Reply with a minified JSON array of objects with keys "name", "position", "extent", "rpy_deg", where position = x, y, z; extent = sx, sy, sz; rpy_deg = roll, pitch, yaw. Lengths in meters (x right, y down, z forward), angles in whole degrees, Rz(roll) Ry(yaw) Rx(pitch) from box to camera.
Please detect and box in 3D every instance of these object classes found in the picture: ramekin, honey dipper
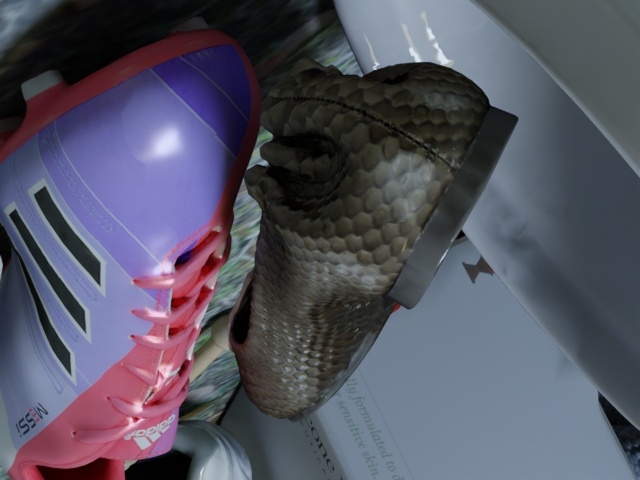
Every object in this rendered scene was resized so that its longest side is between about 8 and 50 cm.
[{"name":"ramekin","position":[0.105,-0.034,0.526],"extent":[0.109,0.207,0.207],"rpy_deg":[-38,170,-8]},{"name":"honey dipper","position":[-0.082,0.083,0.981],"extent":[0.030,0.030,0.161],"rpy_deg":[-18,162,-46]}]

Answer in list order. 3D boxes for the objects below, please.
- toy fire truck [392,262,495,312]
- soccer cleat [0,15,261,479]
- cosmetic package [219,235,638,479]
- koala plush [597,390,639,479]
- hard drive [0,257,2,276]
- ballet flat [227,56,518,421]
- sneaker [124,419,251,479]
[{"name":"toy fire truck","position":[0.085,-0.021,0.895],"extent":[0.192,0.047,0.135],"rpy_deg":[-37,165,31]},{"name":"soccer cleat","position":[-0.061,0.018,0.586],"extent":[0.083,0.095,0.248],"rpy_deg":[-23,167,-28]},{"name":"cosmetic package","position":[0.048,0.154,1.185],"extent":[0.155,0.197,0.365],"rpy_deg":[-23,165,-16]},{"name":"koala plush","position":[0.217,0.066,1.223],"extent":[0.221,0.196,0.203],"rpy_deg":[-17,174,-17]},{"name":"hard drive","position":[-0.249,0.092,0.531],"extent":[0.307,0.040,0.203],"rpy_deg":[-26,169,-34]},{"name":"ballet flat","position":[0.000,0.000,0.555],"extent":[0.084,0.058,0.250],"rpy_deg":[-62,180,-13]},{"name":"sneaker","position":[-0.150,0.169,1.085],"extent":[0.232,0.090,0.115],"rpy_deg":[-37,163,-7]}]
